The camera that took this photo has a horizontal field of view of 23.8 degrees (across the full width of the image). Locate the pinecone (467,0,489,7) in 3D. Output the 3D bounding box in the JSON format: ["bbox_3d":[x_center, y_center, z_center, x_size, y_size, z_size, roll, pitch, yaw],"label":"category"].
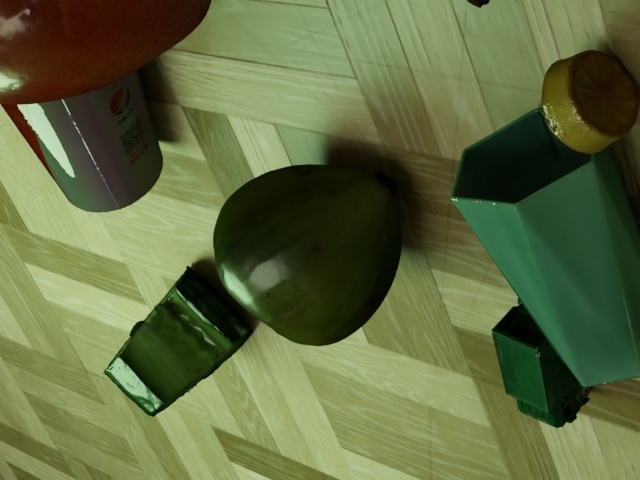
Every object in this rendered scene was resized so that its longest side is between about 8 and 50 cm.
[{"bbox_3d":[0.131,-0.287,0.993,0.257,0.243,0.243,-26,106,39],"label":"pinecone"}]

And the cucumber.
[{"bbox_3d":[-0.198,0.139,2.050,0.130,0.191,0.191,44,152,5],"label":"cucumber"}]

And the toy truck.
[{"bbox_3d":[0.231,0.127,1.551,0.065,0.079,0.147,23,146,36],"label":"toy truck"}]

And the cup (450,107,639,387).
[{"bbox_3d":[0.225,0.011,1.368,0.134,0.148,0.236,-11,126,27],"label":"cup"}]

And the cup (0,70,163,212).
[{"bbox_3d":[-0.291,-0.174,1.777,0.203,0.203,0.288,26,153,33],"label":"cup"}]

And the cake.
[{"bbox_3d":[0.221,-0.114,1.250,0.084,0.084,0.044,51,147,-9],"label":"cake"}]

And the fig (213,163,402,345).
[{"bbox_3d":[0.000,0.000,1.620,0.225,0.203,0.203,-41,93,24],"label":"fig"}]

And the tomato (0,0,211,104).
[{"bbox_3d":[-0.258,-0.299,1.458,0.341,0.272,0.341,5,98,45],"label":"tomato"}]
